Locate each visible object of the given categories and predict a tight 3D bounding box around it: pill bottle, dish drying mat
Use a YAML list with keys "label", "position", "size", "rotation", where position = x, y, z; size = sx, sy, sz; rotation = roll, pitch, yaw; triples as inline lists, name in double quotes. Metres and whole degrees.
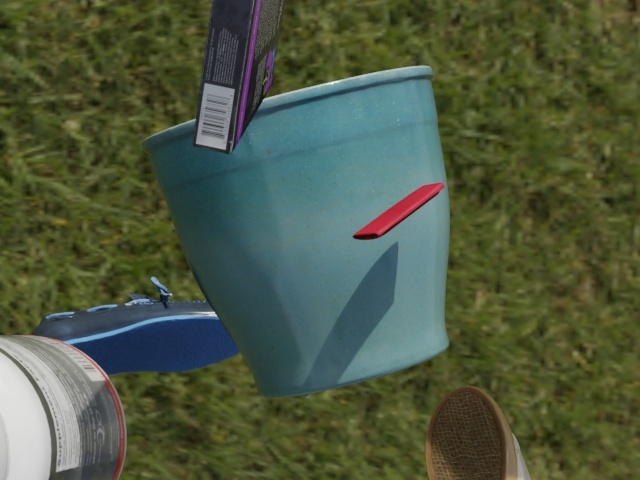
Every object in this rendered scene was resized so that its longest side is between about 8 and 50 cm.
- label: "pill bottle"
  position: [-0.247, 0.145, 0.987]
  size: [0.283, 0.161, 0.161]
  rotation: [28, 70, -81]
- label: "dish drying mat"
  position: [0.063, -0.023, 1.132]
  size: [0.083, 0.032, 0.008]
  rotation: [-37, 110, -34]

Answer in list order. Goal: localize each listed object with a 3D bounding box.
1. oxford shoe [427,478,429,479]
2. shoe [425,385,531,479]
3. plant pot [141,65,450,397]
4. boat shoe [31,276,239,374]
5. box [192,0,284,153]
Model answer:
- label: "oxford shoe"
  position: [0.153, 0.339, 1.660]
  size: [0.096, 0.227, 0.083]
  rotation: [15, 44, -4]
- label: "shoe"
  position: [0.136, 0.217, 1.138]
  size: [0.058, 0.076, 0.219]
  rotation: [52, 21, -46]
- label: "plant pot"
  position: [0.000, 0.000, 1.290]
  size: [0.271, 0.271, 0.255]
  rotation: [-15, 91, -36]
- label: "boat shoe"
  position: [-0.207, 0.091, 1.601]
  size: [0.089, 0.258, 0.109]
  rotation: [-92, 177, -47]
- label: "box"
  position: [-0.046, -0.135, 0.906]
  size: [0.162, 0.029, 0.116]
  rotation: [-68, 169, -67]
